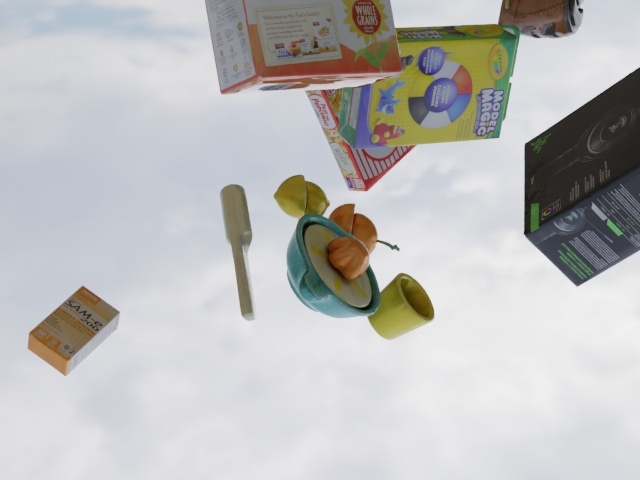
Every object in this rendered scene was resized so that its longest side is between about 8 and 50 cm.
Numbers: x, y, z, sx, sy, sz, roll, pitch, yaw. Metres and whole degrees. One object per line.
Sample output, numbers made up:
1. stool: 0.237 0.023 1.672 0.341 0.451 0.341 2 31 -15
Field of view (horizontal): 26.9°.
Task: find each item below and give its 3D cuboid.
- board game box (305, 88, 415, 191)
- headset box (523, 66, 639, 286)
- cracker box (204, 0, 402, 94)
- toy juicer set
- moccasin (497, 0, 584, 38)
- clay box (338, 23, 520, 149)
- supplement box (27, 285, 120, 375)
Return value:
1. board game box: 0.066 -0.195 2.058 0.045 0.193 0.147 6 -140 46
2. headset box: 0.434 -0.100 1.977 0.283 0.131 0.246 -34 -154 31
3. cracker box: -0.025 -0.246 1.142 0.155 0.232 0.067 -7 177 -36
4. toy juicer set: 0.000 0.000 1.510 0.329 0.089 0.209 12 -133 -53
5. moccasin: 0.329 -0.480 1.967 0.147 0.380 0.139 6 174 23
6. clay box: 0.135 -0.177 1.521 0.222 0.127 0.053 -6 -150 -23
7. supplement box: -0.296 0.108 1.608 0.062 0.036 0.098 33 -130 12
